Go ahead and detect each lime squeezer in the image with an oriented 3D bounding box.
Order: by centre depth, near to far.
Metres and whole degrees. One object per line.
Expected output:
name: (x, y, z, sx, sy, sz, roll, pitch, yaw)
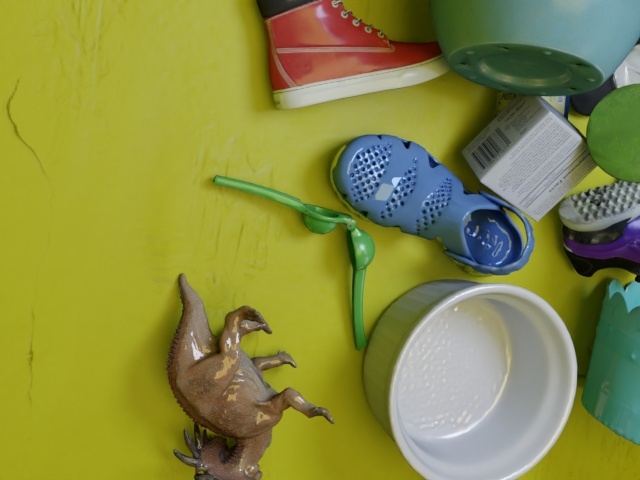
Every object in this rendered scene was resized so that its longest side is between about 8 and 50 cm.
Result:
lime squeezer: (0.000, 0.000, 1.115, 0.110, 0.059, 0.310, -33, 112, 19)

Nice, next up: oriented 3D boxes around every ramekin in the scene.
ramekin: (0.192, 0.183, 1.160, 0.277, 0.135, 0.277, -3, 99, -19)

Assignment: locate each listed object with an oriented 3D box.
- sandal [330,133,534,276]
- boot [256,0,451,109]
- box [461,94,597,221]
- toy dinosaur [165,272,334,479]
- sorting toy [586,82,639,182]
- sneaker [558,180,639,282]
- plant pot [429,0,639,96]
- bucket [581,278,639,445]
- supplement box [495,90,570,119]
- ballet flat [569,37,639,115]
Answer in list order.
sandal: (0.160, -0.043, 1.115, 0.317, 0.138, 0.126, 24, 91, -20)
boot: (0.047, -0.270, 1.067, 0.244, 0.088, 0.176, -13, 101, -15)
box: (0.283, -0.113, 1.144, 0.137, 0.072, 0.126, 29, 114, -36)
toy dinosaur: (-0.124, 0.194, 1.056, 0.200, 0.127, 0.295, -35, 103, -5)
sorting toy: (0.428, -0.109, 1.125, 0.127, 0.126, 0.365, -28, 77, 15)
sneaker: (0.494, -0.017, 1.245, 0.293, 0.102, 0.146, -11, 118, 3)
plant pot: (0.258, -0.307, 1.009, 0.293, 0.293, 0.235, 13, 85, -22)
bucket: (0.514, 0.184, 1.212, 0.281, 0.281, 0.183, 9, 104, -21)
supplement box: (0.293, -0.204, 1.181, 0.083, 0.056, 0.083, -1, 99, -20)
ballet flat: (0.484, -0.262, 1.222, 0.280, 0.096, 0.095, -30, 107, -14)
